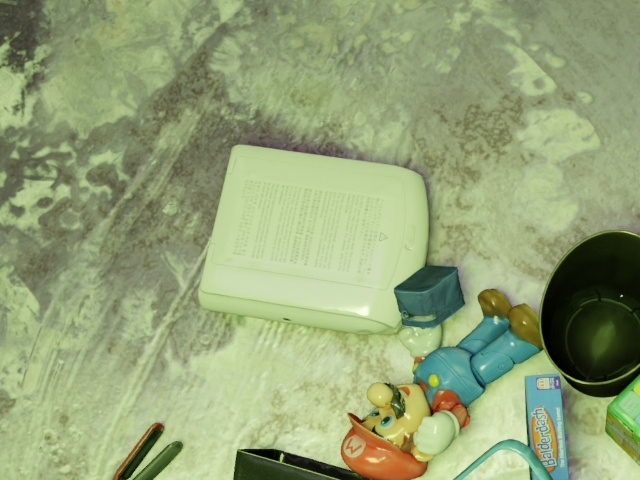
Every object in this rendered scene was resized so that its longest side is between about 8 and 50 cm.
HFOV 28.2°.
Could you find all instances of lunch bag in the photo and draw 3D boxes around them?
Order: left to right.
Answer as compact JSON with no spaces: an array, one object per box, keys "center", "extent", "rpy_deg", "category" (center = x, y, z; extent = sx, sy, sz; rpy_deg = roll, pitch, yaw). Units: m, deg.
[{"center":[0.149,0.082,1.741],"extent":[0.067,0.065,0.098],"rpy_deg":[4,28,46],"category":"lunch bag"}]

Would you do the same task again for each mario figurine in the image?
[{"center":[0.147,0.185,1.709],"extent":[0.320,0.198,0.170],"rpy_deg":[-42,80,-10],"category":"mario figurine"}]

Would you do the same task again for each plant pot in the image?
[{"center":[-0.021,0.379,1.683],"extent":[0.187,0.188,0.167],"rpy_deg":[14,86,16],"category":"plant pot"}]

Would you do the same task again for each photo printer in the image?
[{"center":[0.000,0.000,1.832],"extent":[0.307,0.107,0.256],"rpy_deg":[8,72,10],"category":"photo printer"}]

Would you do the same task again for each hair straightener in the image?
[{"center":[-0.272,0.371,1.797],"extent":[0.089,0.047,0.230],"rpy_deg":[37,81,21],"category":"hair straightener"}]

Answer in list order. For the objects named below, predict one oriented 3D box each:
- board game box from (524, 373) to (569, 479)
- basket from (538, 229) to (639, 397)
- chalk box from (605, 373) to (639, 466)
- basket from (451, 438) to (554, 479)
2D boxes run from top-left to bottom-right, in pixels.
[{"center":[0.290,0.274,1.633],"extent":[0.047,0.210,0.160],"rpy_deg":[-4,68,8],"category":"board game box"},{"center":[0.370,0.117,1.666],"extent":[0.154,0.227,0.204],"rpy_deg":[20,76,17],"category":"basket"},{"center":[0.452,0.222,1.617],"extent":[0.132,0.213,0.132],"rpy_deg":[-42,68,-6],"category":"chalk box"},{"center":[0.198,0.399,1.504],"extent":[0.289,0.201,0.255],"rpy_deg":[-39,84,30],"category":"basket"}]
